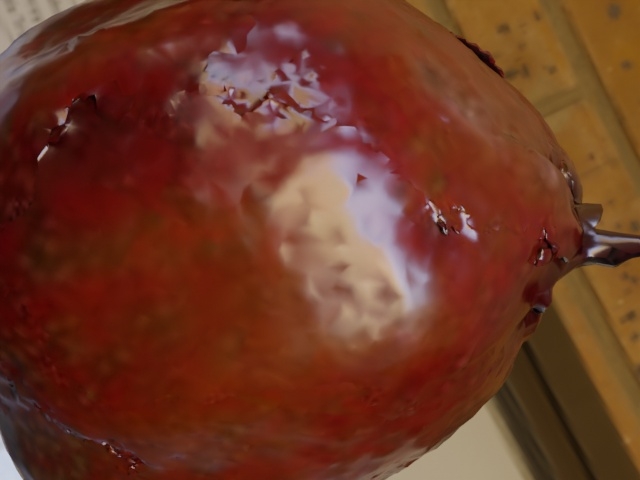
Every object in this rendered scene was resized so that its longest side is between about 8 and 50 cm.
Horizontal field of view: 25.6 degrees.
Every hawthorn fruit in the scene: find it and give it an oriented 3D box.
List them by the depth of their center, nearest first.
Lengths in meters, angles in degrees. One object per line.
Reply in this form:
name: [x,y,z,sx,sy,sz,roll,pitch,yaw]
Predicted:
hawthorn fruit: [0.000,0.000,0.436,0.181,0.235,0.181,-5,90,-79]
